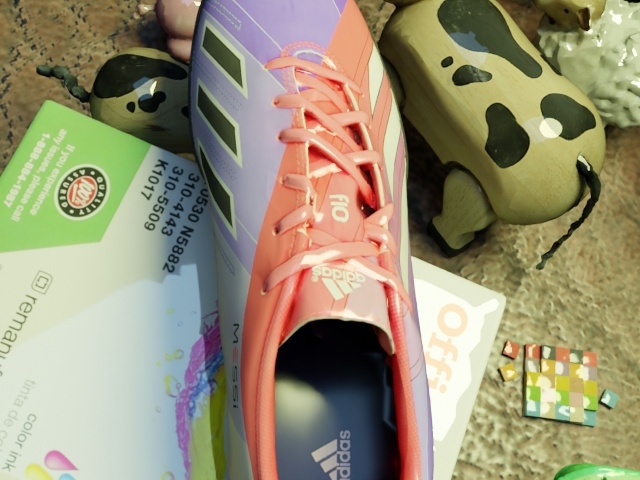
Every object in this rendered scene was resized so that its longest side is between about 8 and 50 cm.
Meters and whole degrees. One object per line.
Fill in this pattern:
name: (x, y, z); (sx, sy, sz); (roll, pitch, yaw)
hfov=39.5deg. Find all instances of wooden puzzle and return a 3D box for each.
wooden puzzle: (0.158, 0.095, 0.590); (0.083, 0.006, 0.049); (9, 68, -7)

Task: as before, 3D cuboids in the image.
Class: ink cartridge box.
ink cartridge box: (-0.063, 0.078, 0.494); (0.278, 0.117, 0.201); (23, 68, -2)

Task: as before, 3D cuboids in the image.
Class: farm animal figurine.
farm animal figurine: (0.048, -0.118, 0.560); (0.327, 0.172, 0.330); (39, 68, 5)

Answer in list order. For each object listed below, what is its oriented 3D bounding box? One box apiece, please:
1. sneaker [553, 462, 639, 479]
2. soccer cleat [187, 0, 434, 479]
sneaker: (0.147, 0.201, 0.510); (0.296, 0.109, 0.123); (-18, 51, -14)
soccer cleat: (0.000, 0.000, 0.393); (0.109, 0.116, 0.318); (-2, 77, -9)
